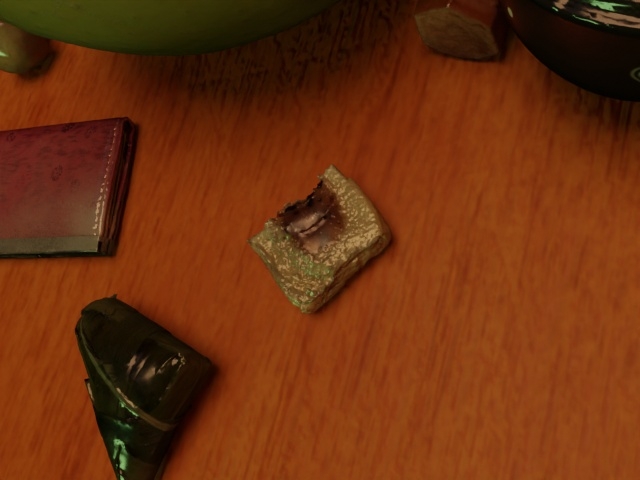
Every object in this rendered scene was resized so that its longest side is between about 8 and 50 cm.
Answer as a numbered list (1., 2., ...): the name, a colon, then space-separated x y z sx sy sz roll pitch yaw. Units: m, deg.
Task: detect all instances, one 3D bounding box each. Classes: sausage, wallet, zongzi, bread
1. sausage: 0.116 -0.208 0.434 0.065 0.065 0.169 17 79 27
2. wallet: -0.265 -0.043 0.565 0.232 0.025 0.119 -1 73 23
3. zongzi: -0.139 0.107 0.447 0.109 0.055 0.119 27 96 31
4. bread: 0.000 0.000 0.430 0.083 0.035 0.070 -38 63 4

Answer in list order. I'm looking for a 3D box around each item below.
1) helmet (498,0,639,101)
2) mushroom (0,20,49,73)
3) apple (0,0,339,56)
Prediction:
1. helmet: 0.175 -0.171 0.321 0.189 0.193 0.216 -1 67 14
2. mushroom: -0.282 -0.290 0.622 0.118 0.103 0.270 9 86 30
3. apple: -0.101 -0.286 0.406 0.357 0.357 0.357 -8 70 21
